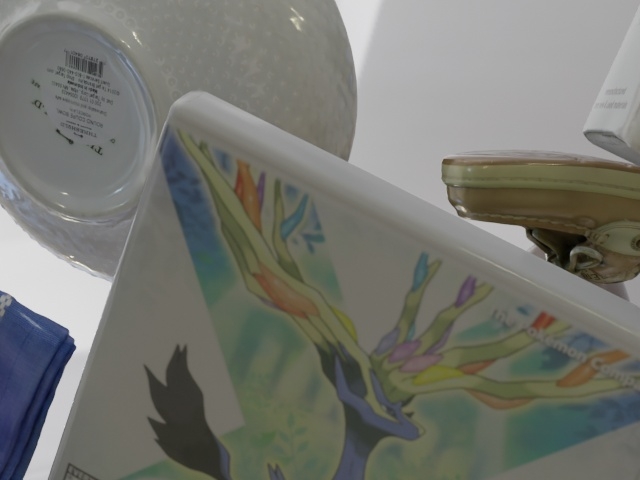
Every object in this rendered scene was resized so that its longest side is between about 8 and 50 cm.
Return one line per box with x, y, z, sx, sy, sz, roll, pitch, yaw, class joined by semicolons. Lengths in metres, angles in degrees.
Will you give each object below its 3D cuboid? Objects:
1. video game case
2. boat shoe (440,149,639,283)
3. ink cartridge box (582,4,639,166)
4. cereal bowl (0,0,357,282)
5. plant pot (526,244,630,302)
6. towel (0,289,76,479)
0.026;0.121;0.862;0.036;0.329;0.300;-45;-21;-60;video game case
0.203;0.003;0.991;0.285;0.089;0.104;10;5;-17;boat shoe
0.297;-0.142;0.812;0.226;0.306;0.131;25;2;-2;ink cartridge box
-0.152;-0.111;1.255;0.339;0.339;0.141;-39;-1;35;cereal bowl
0.242;0.113;1.694;0.215;0.230;0.215;10;-42;9;plant pot
-0.322;0.063;0.976;0.336;0.040;0.243;27;-52;0;towel
